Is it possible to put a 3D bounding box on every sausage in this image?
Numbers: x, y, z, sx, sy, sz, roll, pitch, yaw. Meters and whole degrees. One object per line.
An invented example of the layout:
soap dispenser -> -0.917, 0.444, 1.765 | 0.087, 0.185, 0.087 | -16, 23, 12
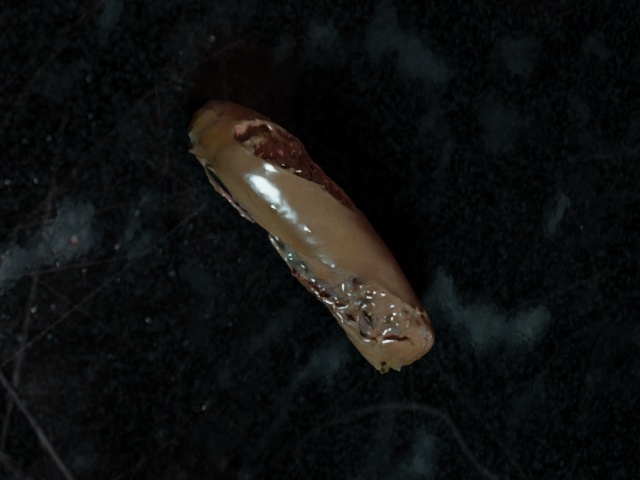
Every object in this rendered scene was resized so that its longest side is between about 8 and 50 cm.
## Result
sausage -> 0.002, 0.000, 1.612 | 0.326, 0.087, 0.079 | 51, 53, -32
